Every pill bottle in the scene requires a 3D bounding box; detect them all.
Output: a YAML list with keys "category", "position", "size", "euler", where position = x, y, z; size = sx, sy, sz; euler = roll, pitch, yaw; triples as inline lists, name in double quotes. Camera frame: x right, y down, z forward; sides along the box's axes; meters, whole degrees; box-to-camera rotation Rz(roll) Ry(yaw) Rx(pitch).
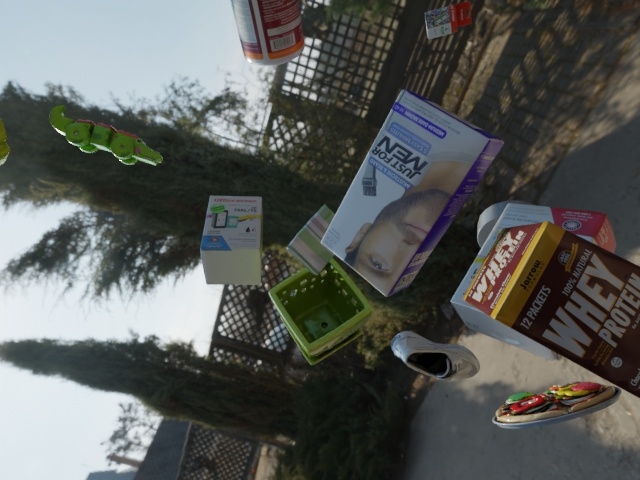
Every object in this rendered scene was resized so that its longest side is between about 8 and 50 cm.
- category: "pill bottle"
  position: [-0.101, -0.435, 0.749]
  size: [0.221, 0.121, 0.121]
  euler: [81, -163, -45]

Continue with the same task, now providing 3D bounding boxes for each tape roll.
- category: "tape roll"
  position: [0.647, -0.033, 1.455]
  size: [0.219, 0.219, 0.072]
  euler: [113, 177, -51]

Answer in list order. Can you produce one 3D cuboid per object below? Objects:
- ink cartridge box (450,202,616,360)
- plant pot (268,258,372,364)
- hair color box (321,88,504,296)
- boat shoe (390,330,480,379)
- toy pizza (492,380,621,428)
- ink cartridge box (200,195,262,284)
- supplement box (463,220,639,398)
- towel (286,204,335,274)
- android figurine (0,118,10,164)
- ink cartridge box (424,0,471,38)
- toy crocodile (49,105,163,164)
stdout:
- category: "ink cartridge box"
  position: [0.473, 0.076, 0.963]
  size: [0.226, 0.131, 0.306]
  euler: [15, 62, 50]
- category: "plant pot"
  position: [0.002, 0.225, 1.303]
  size: [0.228, 0.227, 0.207]
  euler: [51, 160, 30]
- category: "hair color box"
  position: [0.161, -0.084, 0.820]
  size: [0.110, 0.185, 0.339]
  euler: [-13, -44, -53]
- category: "boat shoe"
  position: [0.288, 0.297, 1.034]
  size: [0.084, 0.257, 0.095]
  euler: [-119, 49, -64]
- category: "toy pizza"
  position: [0.380, 0.263, 0.709]
  size: [0.201, 0.201, 0.032]
  euler: [117, 137, -66]
- category: "ink cartridge box"
  position: [-0.312, -0.003, 1.567]
  size: [0.197, 0.198, 0.270]
  euler: [96, 171, -46]
- category: "supplement box"
  position: [0.321, 0.080, 0.563]
  size: [0.129, 0.194, 0.191]
  euler: [-62, -7, 3]
- category: "towel"
  position: [0.000, 0.000, 1.093]
  size: [0.152, 0.113, 0.023]
  euler: [-49, 21, -6]
- category: "android figurine"
  position: [-0.390, -0.128, 0.379]
  size: [0.056, 0.272, 0.248]
  euler: [-56, -38, -47]
- category: "ink cartridge box"
  position: [0.335, -0.577, 1.128]
  size: [0.029, 0.115, 0.063]
  euler: [-80, -25, -42]
- category: "toy crocodile"
  position: [-0.660, -0.315, 1.336]
  size: [0.115, 0.340, 0.105]
  euler: [161, 125, -82]
